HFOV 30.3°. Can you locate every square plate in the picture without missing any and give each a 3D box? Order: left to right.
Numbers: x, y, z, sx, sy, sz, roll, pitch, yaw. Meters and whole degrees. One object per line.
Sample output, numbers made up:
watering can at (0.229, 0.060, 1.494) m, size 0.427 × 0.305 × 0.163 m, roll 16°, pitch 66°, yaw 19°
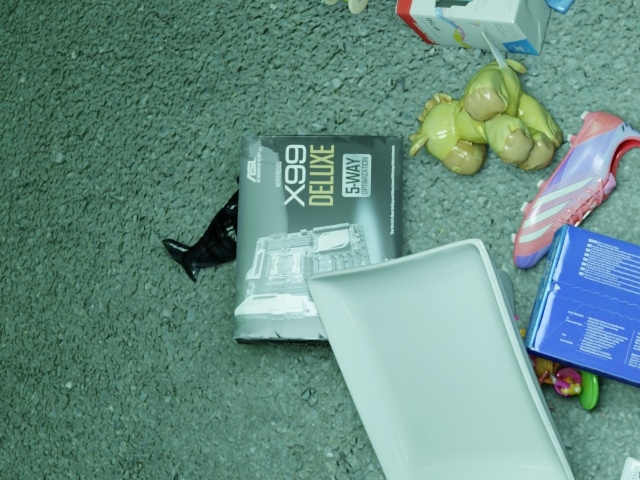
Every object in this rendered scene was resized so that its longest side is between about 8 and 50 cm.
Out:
square plate at (0.157, 0.175, 1.540) m, size 0.347 × 0.049 × 0.344 m, roll -15°, pitch 100°, yaw 52°

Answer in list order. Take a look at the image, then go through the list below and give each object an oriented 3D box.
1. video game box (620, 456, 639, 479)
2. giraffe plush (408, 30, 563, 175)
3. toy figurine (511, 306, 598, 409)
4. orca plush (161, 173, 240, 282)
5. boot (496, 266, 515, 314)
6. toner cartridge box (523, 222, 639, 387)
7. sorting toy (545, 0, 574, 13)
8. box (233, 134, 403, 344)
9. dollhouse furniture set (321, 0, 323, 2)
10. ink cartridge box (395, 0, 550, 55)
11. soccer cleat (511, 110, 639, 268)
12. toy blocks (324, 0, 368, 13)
video game box at (0.449, 0.396, 1.475) m, size 0.187 × 0.048 × 0.205 m, roll 15°, pitch 85°, yaw 30°
giraffe plush at (0.214, -0.163, 1.674) m, size 0.170 × 0.181 × 0.210 m, roll -35°, pitch 65°, yaw 31°
toy figurine at (0.275, 0.145, 1.548) m, size 0.159 × 0.130 × 0.173 m, roll -5°, pitch 98°, yaw -9°
orca plush at (-0.132, -0.051, 1.841) m, size 0.287 × 0.102 × 0.151 m, roll -23°, pitch 68°, yaw 20°
boot at (0.205, 0.169, 1.638) m, size 0.123 × 0.095 × 0.258 m, roll -12°, pitch 66°, yaw 32°
toner cartridge box at (0.439, 0.109, 1.454) m, size 0.348 × 0.075 × 0.165 m, roll 18°, pitch 82°, yaw 3°
sorting toy at (0.422, -0.491, 1.707) m, size 0.348 × 0.047 × 0.196 m, roll -43°, pitch 63°, yaw 11°
box at (0.000, 0.000, 1.731) m, size 0.243 × 0.076 × 0.307 m, roll 1°, pitch 77°, yaw 2°
dollhouse furniture set at (0.054, -0.523, 1.760) m, size 0.302 × 0.151 × 0.197 m, roll -37°, pitch 38°, yaw -5°
ink cartridge box at (0.203, -0.338, 1.729) m, size 0.231 × 0.134 × 0.078 m, roll 11°, pitch 83°, yaw 29°
soccer cleat at (0.350, -0.062, 1.622) m, size 0.095 × 0.083 × 0.248 m, roll 30°, pitch 89°, yaw 24°
toy blocks at (0.021, -0.440, 1.889) m, size 0.148 × 0.054 × 0.123 m, roll 28°, pitch 90°, yaw 29°
